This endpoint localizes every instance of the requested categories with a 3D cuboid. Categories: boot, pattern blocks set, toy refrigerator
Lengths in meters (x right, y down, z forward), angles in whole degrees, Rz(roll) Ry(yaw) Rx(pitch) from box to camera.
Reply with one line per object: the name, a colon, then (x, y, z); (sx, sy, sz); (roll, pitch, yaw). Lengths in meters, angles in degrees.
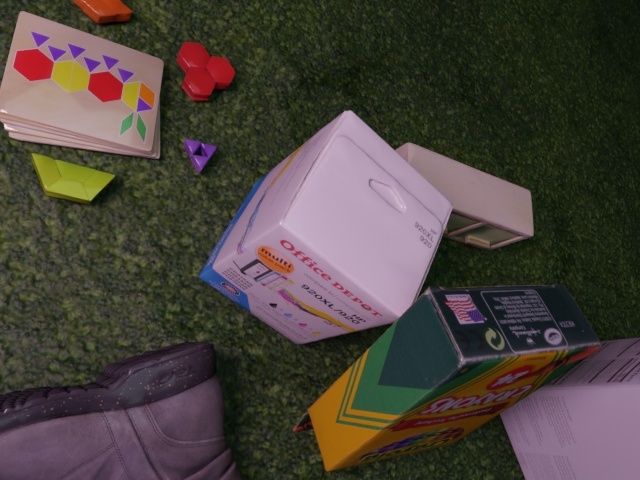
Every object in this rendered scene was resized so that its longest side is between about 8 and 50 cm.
boot: (-0.225, 0.243, 0.500); (0.337, 0.118, 0.223); (-12, 89, -28)
pattern blocks set: (-0.276, -0.180, 0.649); (0.324, 0.026, 0.286); (21, 64, -26)
toy refrigerator: (0.215, -0.059, 0.876); (0.269, 0.102, 0.094); (15, 67, -29)

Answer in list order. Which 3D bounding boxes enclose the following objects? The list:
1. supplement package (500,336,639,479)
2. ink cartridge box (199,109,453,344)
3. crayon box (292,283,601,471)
supplement package: (0.451, 0.276, 0.819); (0.198, 0.262, 0.200); (-19, 86, -35)
ink cartridge box: (0.000, 0.000, 0.640); (0.171, 0.232, 0.168); (37, 58, -17)
crayon box: (0.124, 0.171, 0.612); (0.202, 0.319, 0.081); (1, 51, -31)
